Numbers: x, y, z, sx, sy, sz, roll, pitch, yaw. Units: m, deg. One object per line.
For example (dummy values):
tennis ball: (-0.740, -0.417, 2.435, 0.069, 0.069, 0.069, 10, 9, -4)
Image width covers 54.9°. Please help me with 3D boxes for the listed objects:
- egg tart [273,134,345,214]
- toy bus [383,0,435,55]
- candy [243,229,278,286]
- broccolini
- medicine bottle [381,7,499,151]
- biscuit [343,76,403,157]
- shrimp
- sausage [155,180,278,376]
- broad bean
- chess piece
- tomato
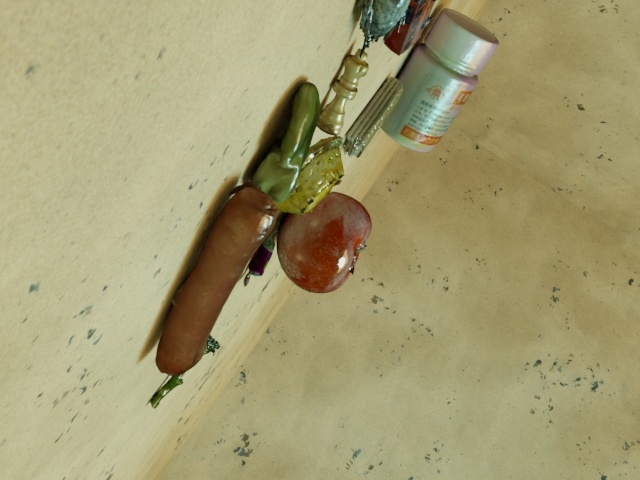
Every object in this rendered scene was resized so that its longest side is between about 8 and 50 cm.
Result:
egg tart: (-0.021, -0.119, 1.225, 0.212, 0.090, 0.212, -44, 179, -1)
toy bus: (0.190, -0.475, 1.271, 0.096, 0.073, 0.235, -48, 174, -9)
candy: (-0.146, 0.046, 1.544, 0.175, 0.043, 0.045, -59, -176, 26)
broccolini: (-0.339, 0.316, 1.510, 0.216, 0.058, 0.067, -48, 132, -13)
medicine bottle: (0.350, -0.481, 1.875, 0.388, 0.219, 0.219, -60, 174, 32)
biscuit: (0.149, -0.344, 1.738, 0.239, 0.062, 0.108, -54, 175, -12)
shrimp: (0.097, -0.379, 1.015, 0.090, 0.079, 0.233, -14, 158, -23)
sausage: (-0.193, 0.082, 1.073, 0.419, 0.094, 0.094, -59, 178, 30)
broad bean: (-0.045, -0.162, 1.033, 0.206, 0.072, 0.153, -60, -174, 20)
chess piece: (0.046, -0.288, 1.189, 0.172, 0.060, 0.060, -62, 172, 33)
tomato: (0.000, 0.000, 1.583, 0.270, 0.227, 0.270, -61, 169, -20)
